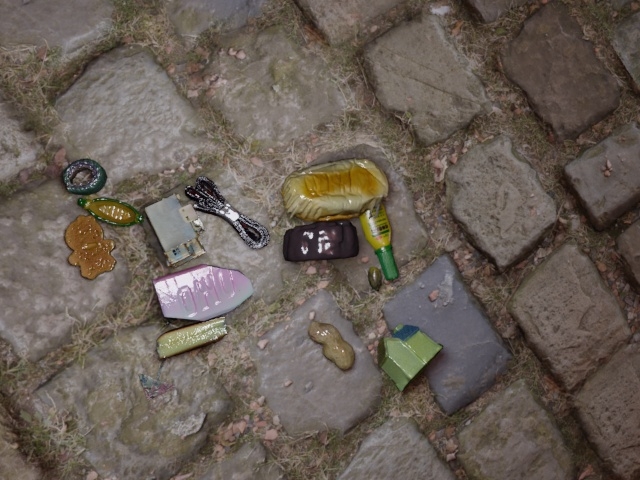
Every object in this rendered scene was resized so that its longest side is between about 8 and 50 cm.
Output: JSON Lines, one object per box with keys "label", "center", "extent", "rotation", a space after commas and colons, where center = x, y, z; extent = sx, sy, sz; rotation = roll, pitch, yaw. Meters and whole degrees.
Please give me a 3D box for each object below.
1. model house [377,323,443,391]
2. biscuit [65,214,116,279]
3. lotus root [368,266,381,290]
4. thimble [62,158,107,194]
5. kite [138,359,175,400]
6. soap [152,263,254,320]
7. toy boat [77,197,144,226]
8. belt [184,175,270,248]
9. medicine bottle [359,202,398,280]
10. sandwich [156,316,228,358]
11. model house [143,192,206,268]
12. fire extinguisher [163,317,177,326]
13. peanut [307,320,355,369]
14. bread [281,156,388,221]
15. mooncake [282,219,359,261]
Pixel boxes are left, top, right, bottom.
{"label": "model house", "center": [0.327, 0.431, 2.008], "extent": [0.214, 0.195, 0.189], "rotation": [-37, 70, -25]}
{"label": "biscuit", "center": [-0.814, 0.020, 1.841], "extent": [0.165, 0.036, 0.226], "rotation": [-28, 90, -13]}
{"label": "lotus root", "center": [0.211, 0.150, 2.037], "extent": [0.049, 0.054, 0.099], "rotation": [-7, 88, -22]}
{"label": "thimble", "center": [-0.823, -0.222, 1.825], "extent": [0.135, 0.090, 0.119], "rotation": [-18, 88, -10]}
{"label": "kite", "center": [-0.587, 0.502, 1.876], "extent": [0.139, 0.011, 0.157], "rotation": [21, 84, -13]}
{"label": "soap", "center": [-0.410, 0.181, 1.856], "extent": [0.323, 0.109, 0.193], "rotation": [-18, 94, -22]}
{"label": "toy boat", "center": [-0.731, -0.102, 1.838], "extent": [0.229, 0.088, 0.089], "rotation": [15, 85, -11]}
{"label": "belt", "center": [-0.335, -0.095, 1.917], "extent": [0.359, 0.094, 0.126], "rotation": [36, 77, -9]}
{"label": "medicine bottle", "center": [0.237, 0.005, 2.041], "extent": [0.111, 0.076, 0.309], "rotation": [-18, 92, -11]}
{"label": "sandwich", "center": [-0.456, 0.344, 1.869], "extent": [0.257, 0.096, 0.094], "rotation": [-16, 84, -11]}
{"label": "model house", "center": [-0.488, -0.009, 1.842], "extent": [0.178, 0.206, 0.271], "rotation": [-28, 55, -15]}
{"label": "fire extinguisher", "center": [-0.539, 0.228, 1.885], "extent": [0.078, 0.045, 0.157], "rotation": [-3, 86, -34]}
{"label": "peanut", "center": [0.044, 0.391, 1.974], "extent": [0.104, 0.085, 0.228], "rotation": [-38, 94, 7]}
{"label": "bread", "center": [0.053, -0.190, 1.943], "extent": [0.388, 0.183, 0.236], "rotation": [-1, 69, -14]}
{"label": "mooncake", "center": [0.000, 0.000, 1.889], "extent": [0.282, 0.283, 0.141], "rotation": [-4, 89, -12]}
